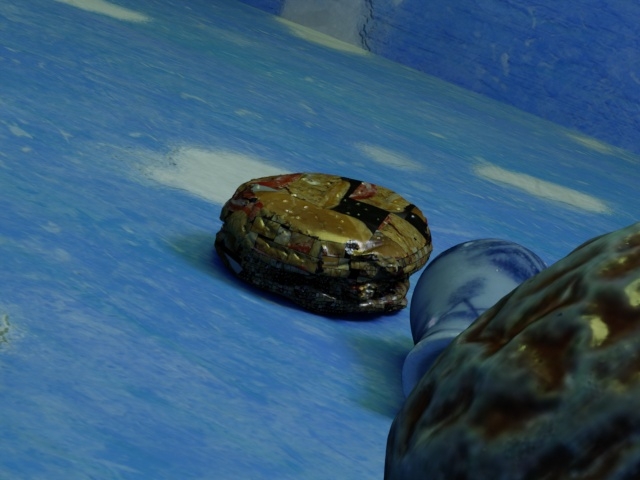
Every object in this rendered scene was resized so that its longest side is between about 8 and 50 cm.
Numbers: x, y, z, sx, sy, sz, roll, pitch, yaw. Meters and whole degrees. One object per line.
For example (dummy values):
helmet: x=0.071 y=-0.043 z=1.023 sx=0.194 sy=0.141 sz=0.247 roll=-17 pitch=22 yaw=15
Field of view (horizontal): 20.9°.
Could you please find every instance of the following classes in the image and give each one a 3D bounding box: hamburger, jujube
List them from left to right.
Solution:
hamburger: x=0.000 y=0.000 z=1.752 sx=0.231 sy=0.107 sz=0.231 roll=18 pitch=20 yaw=-7
jujube: x=0.181 y=0.120 z=1.109 sx=0.215 sy=0.308 sz=0.246 roll=55 pitch=-17 yaw=-7

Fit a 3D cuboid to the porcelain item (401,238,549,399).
porcelain item: x=0.139 y=0.082 z=1.548 sx=0.141 sy=0.141 sz=0.259 roll=20 pitch=23 yaw=8
